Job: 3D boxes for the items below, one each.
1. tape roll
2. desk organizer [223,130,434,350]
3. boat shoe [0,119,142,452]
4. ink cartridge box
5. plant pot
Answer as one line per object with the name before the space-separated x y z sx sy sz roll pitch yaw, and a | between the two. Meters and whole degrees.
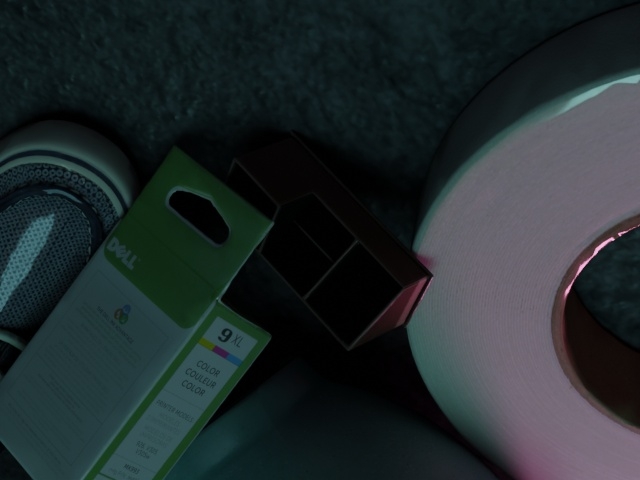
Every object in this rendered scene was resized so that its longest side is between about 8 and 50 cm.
tape roll | 0.244 0.031 1.044 0.392 0.072 0.392 6 132 7
desk organizer | 0.000 0.000 1.033 0.130 0.050 0.047 46 136 23
boat shoe | -0.221 0.084 1.127 0.127 0.158 0.340 25 131 -10
ink cartridge box | -0.104 0.059 1.056 0.209 0.109 0.062 -54 137 2
plant pot | -0.026 0.200 1.136 0.293 0.293 0.196 -39 88 36
